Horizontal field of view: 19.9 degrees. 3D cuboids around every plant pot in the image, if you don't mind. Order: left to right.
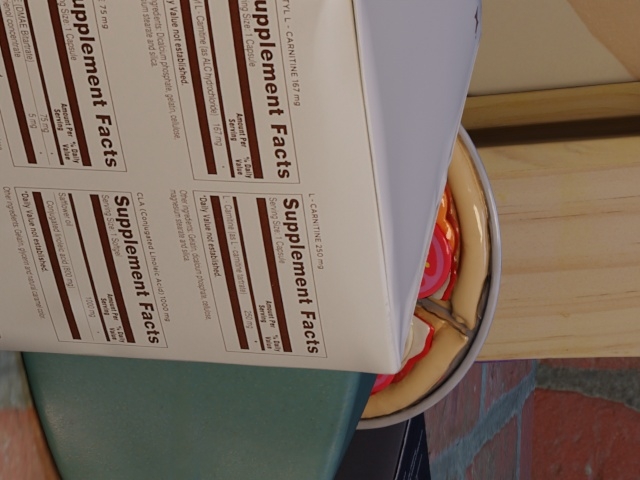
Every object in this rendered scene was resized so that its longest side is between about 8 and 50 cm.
[{"bbox_3d":[-0.039,0.014,0.819,0.165,0.166,0.234,-60,157,-62],"label":"plant pot"}]

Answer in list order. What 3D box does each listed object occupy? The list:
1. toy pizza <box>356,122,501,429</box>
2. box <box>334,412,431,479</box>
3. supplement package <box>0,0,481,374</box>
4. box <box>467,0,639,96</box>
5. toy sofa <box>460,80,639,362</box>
[{"bbox_3d":[0.000,0.000,0.923,0.032,0.201,0.201,-16,110,-53],"label":"toy pizza"},{"bbox_3d":[0.018,0.197,1.239,0.156,0.093,0.158,-73,162,-47],"label":"box"},{"bbox_3d":[-0.063,-0.079,0.591,0.194,0.203,0.149,-73,161,-49],"label":"supplement package"},{"bbox_3d":[0.136,-0.144,1.160,0.121,0.311,0.148,-66,171,12],"label":"box"},{"bbox_3d":[0.116,-0.021,1.028,0.150,0.362,0.177,-34,119,-74],"label":"toy sofa"}]
